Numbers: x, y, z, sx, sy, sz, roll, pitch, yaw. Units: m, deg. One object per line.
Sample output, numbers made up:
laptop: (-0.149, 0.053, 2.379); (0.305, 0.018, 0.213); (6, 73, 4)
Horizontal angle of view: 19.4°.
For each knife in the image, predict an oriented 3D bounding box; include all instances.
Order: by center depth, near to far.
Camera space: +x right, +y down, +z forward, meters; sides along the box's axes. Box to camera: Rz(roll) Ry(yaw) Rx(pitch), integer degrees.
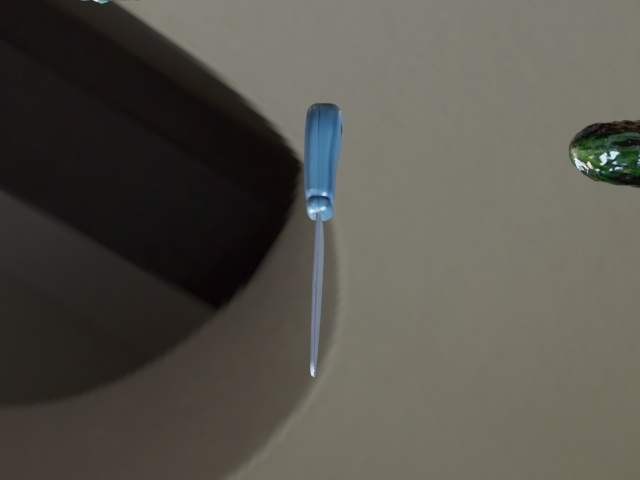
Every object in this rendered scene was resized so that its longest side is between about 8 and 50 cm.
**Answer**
knife: (0.000, 0.000, 1.571); (0.058, 0.032, 0.244); (87, 4, -72)

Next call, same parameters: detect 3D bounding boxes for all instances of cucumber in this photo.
cucumber: (0.259, -0.061, 1.286); (0.052, 0.214, 0.058); (53, -41, 45)

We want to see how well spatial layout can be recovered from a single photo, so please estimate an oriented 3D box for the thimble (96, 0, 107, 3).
thimble: (-0.085, -0.192, 0.810); (0.254, 0.288, 0.167); (25, -64, 59)
